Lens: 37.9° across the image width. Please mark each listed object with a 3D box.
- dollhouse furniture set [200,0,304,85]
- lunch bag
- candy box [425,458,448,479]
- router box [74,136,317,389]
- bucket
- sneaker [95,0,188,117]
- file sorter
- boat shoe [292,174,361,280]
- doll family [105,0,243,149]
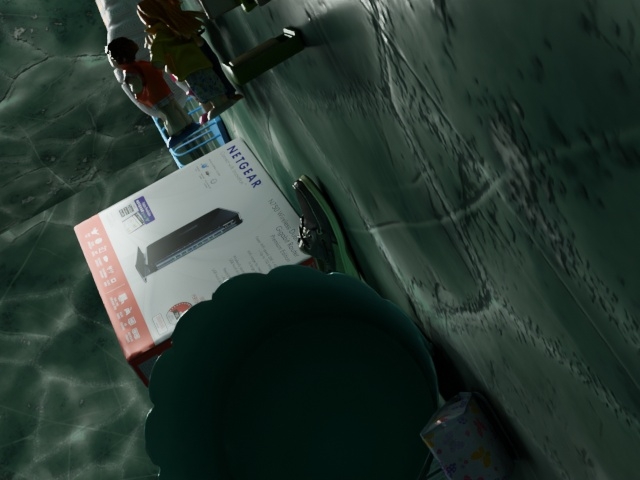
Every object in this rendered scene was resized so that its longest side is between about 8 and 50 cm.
[{"bbox_3d":[-0.072,-0.195,0.680,0.151,0.058,0.076,63,173,-23],"label":"dollhouse furniture set"},{"bbox_3d":[0.124,0.164,0.758,0.071,0.053,0.083,60,-161,4],"label":"lunch bag"},{"bbox_3d":[0.125,0.288,1.135,0.316,0.087,0.183,59,175,7],"label":"candy box"},{"bbox_3d":[-0.179,0.022,1.376,0.335,0.301,0.082,53,170,47],"label":"router box"},{"bbox_3d":[-0.013,0.170,0.912,0.281,0.281,0.183,58,-179,20],"label":"bucket"},{"bbox_3d":[-0.284,-0.348,1.474,0.180,0.125,0.321,-139,31,-83],"label":"sneaker"},{"bbox_3d":[-0.234,-0.193,1.732,0.118,0.104,0.170,58,173,27],"label":"file sorter"},{"bbox_3d":[0.000,0.000,1.012,0.152,0.049,0.056,64,173,-29],"label":"boat shoe"},{"bbox_3d":[-0.162,-0.226,1.134,0.163,0.118,0.263,55,-167,-10],"label":"doll family"}]
